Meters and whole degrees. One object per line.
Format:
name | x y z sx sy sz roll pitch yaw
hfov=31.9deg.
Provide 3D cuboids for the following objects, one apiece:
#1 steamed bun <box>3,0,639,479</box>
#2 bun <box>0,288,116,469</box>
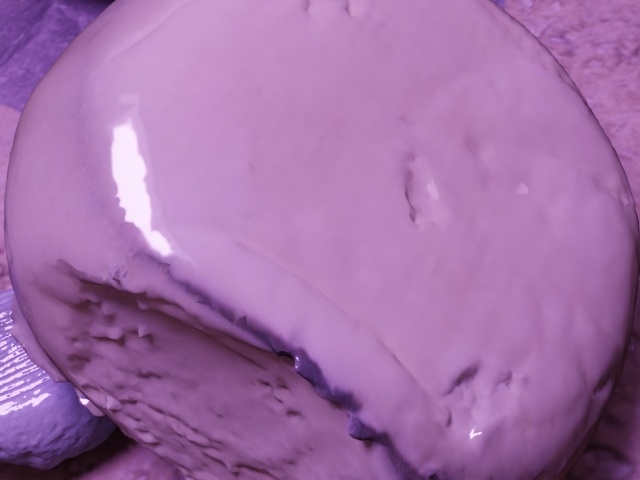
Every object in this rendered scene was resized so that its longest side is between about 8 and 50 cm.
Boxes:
steamed bun | 0.000 0.000 0.633 0.334 0.233 0.312 46 53 -4
bun | -0.181 0.090 0.714 0.141 0.083 0.140 -9 40 8
